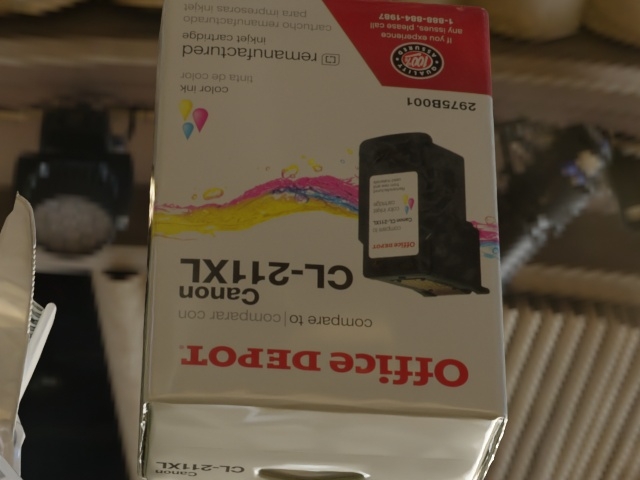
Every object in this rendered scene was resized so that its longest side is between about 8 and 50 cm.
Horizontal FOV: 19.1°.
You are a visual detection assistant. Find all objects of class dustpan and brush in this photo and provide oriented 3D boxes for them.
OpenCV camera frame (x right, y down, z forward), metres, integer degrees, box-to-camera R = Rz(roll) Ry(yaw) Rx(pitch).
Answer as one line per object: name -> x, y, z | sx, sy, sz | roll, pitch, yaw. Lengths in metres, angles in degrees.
dustpan and brush -> -0.192, 0.095, 1.152 | 0.060, 0.211, 0.147 | 16, -40, -3

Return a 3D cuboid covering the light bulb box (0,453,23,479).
light bulb box -> -0.228, 0.317, 0.889 | 0.225, 0.361, 0.358 | -17, -52, 22

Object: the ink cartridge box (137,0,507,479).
ink cartridge box -> 0.000, 0.000, 0.706 | 0.127, 0.175, 0.072 | 3, -30, -6
